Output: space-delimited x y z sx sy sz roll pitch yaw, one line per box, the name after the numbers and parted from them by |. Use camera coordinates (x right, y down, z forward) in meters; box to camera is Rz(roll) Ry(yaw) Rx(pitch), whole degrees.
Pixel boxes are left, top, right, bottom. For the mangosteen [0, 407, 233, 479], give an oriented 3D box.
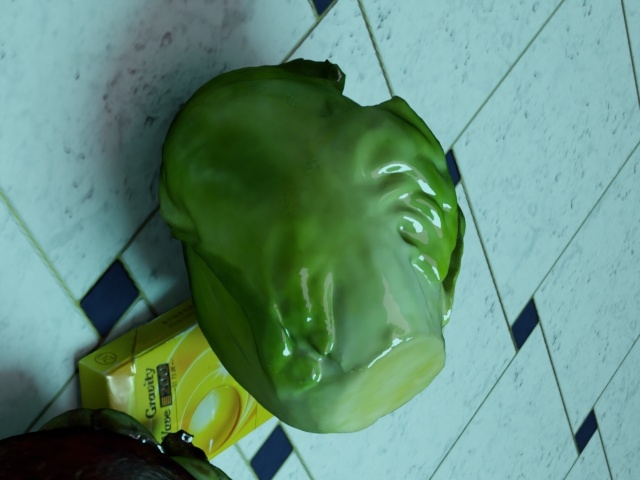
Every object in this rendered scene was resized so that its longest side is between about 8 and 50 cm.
-0.175 0.264 1.072 0.311 0.311 0.311 -32 133 -42 | mangosteen

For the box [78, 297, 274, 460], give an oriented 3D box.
-0.095 0.115 1.307 0.269 0.043 0.152 -32 131 -43 | box

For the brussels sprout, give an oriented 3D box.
-0.002 0.000 1.178 0.227 0.294 0.259 -26 154 -2 | brussels sprout
